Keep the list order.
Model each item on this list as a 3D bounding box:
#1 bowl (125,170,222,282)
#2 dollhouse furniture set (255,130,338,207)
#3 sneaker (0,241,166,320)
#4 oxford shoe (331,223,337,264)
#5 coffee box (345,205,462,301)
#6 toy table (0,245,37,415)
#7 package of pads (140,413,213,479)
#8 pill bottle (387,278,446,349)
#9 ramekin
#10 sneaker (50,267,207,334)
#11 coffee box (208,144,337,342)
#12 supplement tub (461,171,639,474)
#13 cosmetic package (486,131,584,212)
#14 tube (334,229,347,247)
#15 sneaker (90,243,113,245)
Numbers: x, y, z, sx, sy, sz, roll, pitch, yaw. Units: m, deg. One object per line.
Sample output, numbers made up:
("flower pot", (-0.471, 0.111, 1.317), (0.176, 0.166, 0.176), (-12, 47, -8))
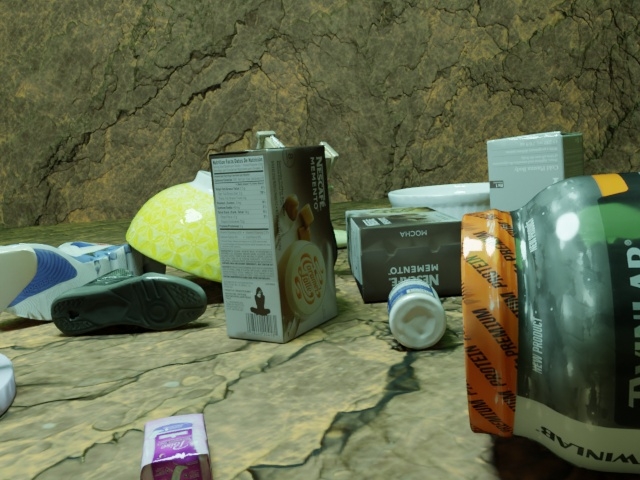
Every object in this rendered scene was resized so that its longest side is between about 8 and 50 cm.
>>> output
("bowl", (-0.191, -0.036, 1.137), (0.289, 0.156, 0.289), (20, 7, -2))
("dollhouse furniture set", (-0.064, -0.124, 1.285), (0.174, 0.355, 0.303), (-13, 50, -38))
("sneaker", (-0.455, 0.066, 1.103), (0.182, 0.127, 0.315), (-3, 1, 39))
("oxford shoe", (-0.031, 0.025, 0.977), (0.096, 0.082, 0.227), (-15, -32, -21))
("coffee box", (0.138, 0.012, 1.087), (0.168, 0.118, 0.297), (-3, 8, 0))
("toy table", (-0.427, 0.100, 0.646), (0.252, 0.160, 0.274), (-11, 12, -40))
("package of pads", (-0.111, 0.163, 0.476), (0.050, 0.032, 0.083), (-9, 9, -12))
("pill bottle", (0.117, 0.086, 0.768), (0.067, 0.067, 0.120), (-4, 8, 5))
("ramekin", (0.295, -0.051, 1.393), (0.277, 0.135, 0.277), (-5, 8, 1))
("sneaker", (-0.272, 0.083, 0.938), (0.228, 0.087, 0.130), (-9, 14, 10))
("coffee box", (-0.059, -0.002, 0.843), (0.098, 0.246, 0.141), (1, 9, 31))
("supplement tub", (0.271, 0.053, 0.418), (0.338, 0.207, 0.207), (-3, 8, 15))
("cosmetic package", (0.347, -0.048, 0.988), (0.127, 0.238, 0.107), (-1, 6, 41))
("tube", (0.000, 0.000, 1.505), (0.240, 0.070, 0.062), (-5, -33, -29))
("sneaker", (-0.487, 0.039, 1.381), (0.221, 0.087, 0.128), (-1, 10, 16))
